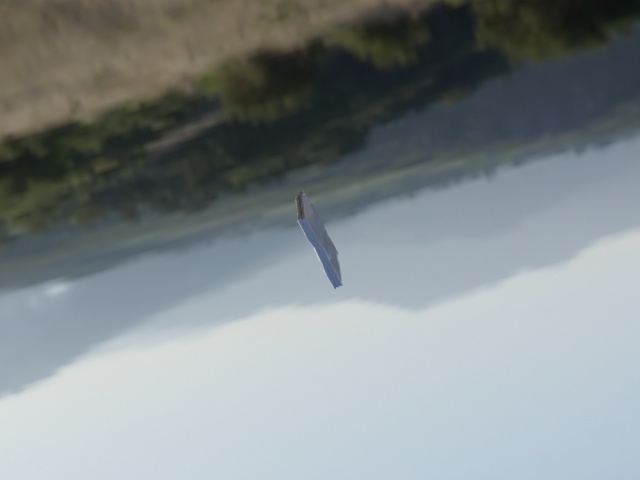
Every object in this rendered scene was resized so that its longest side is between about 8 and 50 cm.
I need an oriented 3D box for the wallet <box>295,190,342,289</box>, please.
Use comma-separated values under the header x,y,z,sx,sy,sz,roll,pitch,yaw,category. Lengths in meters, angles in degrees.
x,y,z,sx,sy,sz,roll,pitch,yaw,category
0.000,0.000,1.706,0.011,0.083,0.044,-20,-146,12,wallet
